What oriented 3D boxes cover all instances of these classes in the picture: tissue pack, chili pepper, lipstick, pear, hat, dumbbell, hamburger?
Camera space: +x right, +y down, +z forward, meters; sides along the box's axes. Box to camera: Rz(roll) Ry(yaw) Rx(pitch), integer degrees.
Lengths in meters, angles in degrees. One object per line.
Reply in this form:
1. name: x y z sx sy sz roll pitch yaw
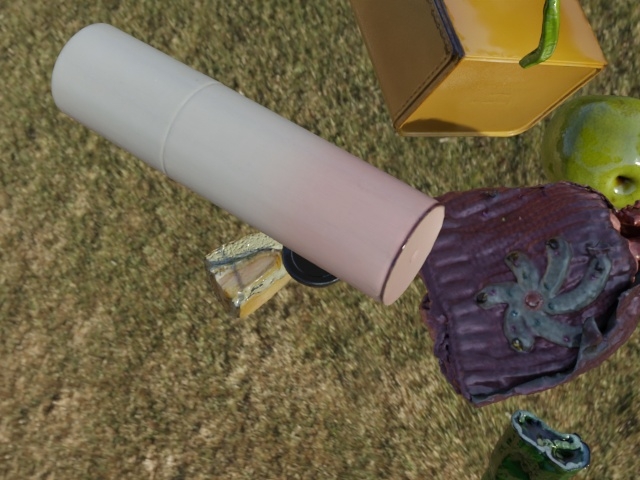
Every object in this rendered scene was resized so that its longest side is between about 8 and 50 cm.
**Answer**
1. tissue pack: 0.136 -0.258 0.857 0.194 0.145 0.275 -3 65 -32
2. chili pepper: 0.168 -0.162 0.617 0.017 0.083 0.030 -14 44 -15
3. chili pepper: 0.358 0.404 1.444 0.136 0.270 0.099 16 53 3
4. lipstick: -0.064 -0.067 0.647 0.326 0.087 0.087 31 80 19
5. pear: 0.411 -0.144 1.216 0.180 0.166 0.216 -9 33 2
6. hat: 0.235 0.025 0.819 0.286 0.107 0.237 -13 66 -1
7. dumbbell: 0.000 0.000 1.070 0.099 0.208 0.099 2 63 -4
8. hamburger: -0.131 0.053 1.685 0.207 0.155 0.135 -36 79 -15
